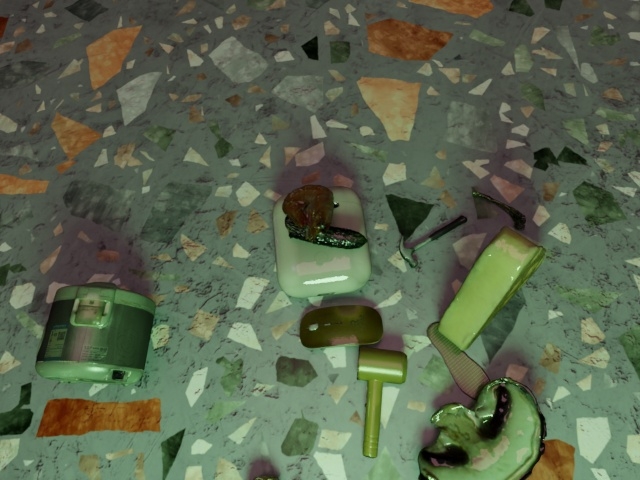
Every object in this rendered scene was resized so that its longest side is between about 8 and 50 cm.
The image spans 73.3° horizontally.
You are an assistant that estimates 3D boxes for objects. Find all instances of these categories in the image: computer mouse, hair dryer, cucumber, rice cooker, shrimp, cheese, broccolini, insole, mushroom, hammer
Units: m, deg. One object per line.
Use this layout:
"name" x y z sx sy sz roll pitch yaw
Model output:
"computer mouse" 0.059 0.253 1.251 0.245 0.056 0.126 -5 53 6
"hair dryer" 0.158 0.436 1.163 0.135 0.090 0.278 5 74 6
"cucumber" 0.012 -0.015 1.222 0.245 0.067 0.067 13 69 11
"rice cooker" -0.620 0.258 1.205 0.288 0.288 0.277 0 69 6
"shrimp" -0.033 -0.081 1.208 0.154 0.062 0.294 -7 31 1
"cheese" 0.499 0.095 1.179 0.384 0.384 0.104 -43 62 -13
"broccolini" 0.577 -0.105 1.379 0.194 0.054 0.052 38 45 26
"insole" 0.390 0.342 1.213 0.086 0.005 0.253 -32 67 -9
"mushroom" 0.403 0.507 1.082 0.247 0.130 0.344 32 71 34
"hammer" 0.357 -0.017 1.362 0.246 0.029 0.103 -32 68 -10

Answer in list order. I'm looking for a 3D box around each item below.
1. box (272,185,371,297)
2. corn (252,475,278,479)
"box" 0.000 0.000 1.329 0.289 0.141 0.349 -8 66 4
"corn" -0.136 0.723 1.057 0.091 0.091 0.260 -24 61 34
